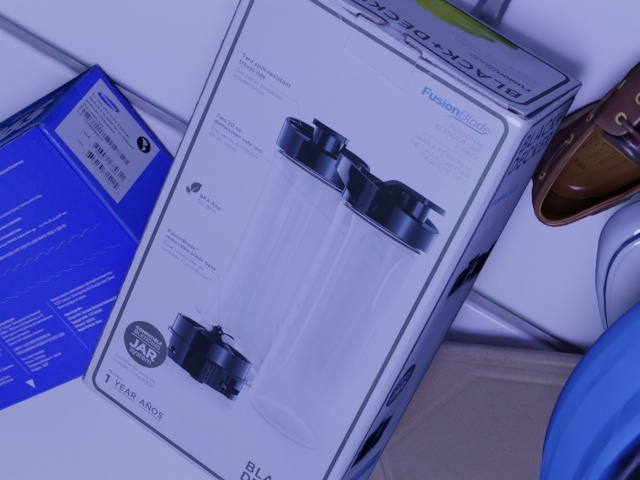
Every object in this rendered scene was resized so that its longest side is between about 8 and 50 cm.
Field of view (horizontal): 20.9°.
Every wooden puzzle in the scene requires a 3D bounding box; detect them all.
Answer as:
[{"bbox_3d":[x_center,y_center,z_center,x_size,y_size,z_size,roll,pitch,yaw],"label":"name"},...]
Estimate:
[{"bbox_3d":[0.121,0.149,1.110,0.239,0.044,0.221,2,126,24],"label":"wooden puzzle"}]

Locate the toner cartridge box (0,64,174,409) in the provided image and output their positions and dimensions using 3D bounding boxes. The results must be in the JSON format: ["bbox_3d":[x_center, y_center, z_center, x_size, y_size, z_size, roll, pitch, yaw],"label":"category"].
[{"bbox_3d":[-0.224,0.023,1.178,0.348,0.075,0.165,-23,111,40],"label":"toner cartridge box"}]

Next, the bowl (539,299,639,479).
[{"bbox_3d":[0.304,0.155,0.869,0.391,0.077,0.391,6,129,8],"label":"bowl"}]

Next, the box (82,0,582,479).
[{"bbox_3d":[0.000,0.000,0.947,0.169,0.087,0.290,33,119,16],"label":"box"}]

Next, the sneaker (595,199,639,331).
[{"bbox_3d":[0.219,0.093,0.952,0.094,0.091,0.258,-19,122,14],"label":"sneaker"}]

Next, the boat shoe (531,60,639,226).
[{"bbox_3d":[0.174,-0.059,0.888,0.064,0.060,0.178,43,135,-8],"label":"boat shoe"}]
